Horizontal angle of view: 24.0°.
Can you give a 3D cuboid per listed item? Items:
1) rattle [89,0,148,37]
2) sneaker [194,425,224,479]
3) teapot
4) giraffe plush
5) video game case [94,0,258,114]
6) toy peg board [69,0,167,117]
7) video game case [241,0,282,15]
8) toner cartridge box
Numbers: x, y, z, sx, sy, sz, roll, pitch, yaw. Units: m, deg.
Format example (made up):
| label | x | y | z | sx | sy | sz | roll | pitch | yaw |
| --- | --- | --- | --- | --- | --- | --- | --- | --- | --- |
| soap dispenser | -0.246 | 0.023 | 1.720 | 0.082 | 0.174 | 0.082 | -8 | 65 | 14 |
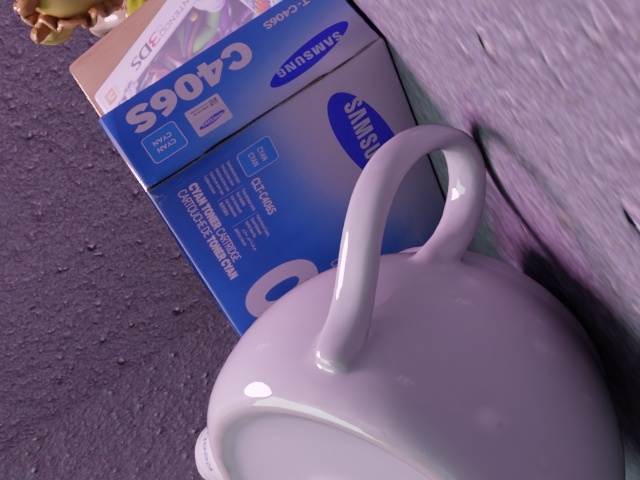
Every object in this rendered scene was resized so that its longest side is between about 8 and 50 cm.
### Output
| label | x | y | z | sx | sy | sz | roll | pitch | yaw |
| --- | --- | --- | --- | --- | --- | --- | --- | --- | --- |
| rattle | -0.177 | -0.273 | 1.607 | 0.143 | 0.130 | 0.199 | 67 | -157 | 5 |
| sneaker | 0.051 | 0.145 | 1.043 | 0.297 | 0.111 | 0.129 | 14 | 164 | -26 |
| teapot | 0.071 | 0.089 | 0.854 | 0.252 | 0.187 | 0.256 | 39 | 150 | -6 |
| giraffe plush | -0.189 | -0.244 | 1.263 | 0.210 | 0.170 | 0.181 | 52 | 173 | 45 |
| video game case | -0.075 | -0.104 | 1.123 | 0.022 | 0.173 | 0.190 | 7 | -139 | -53 |
| toy peg board | -0.132 | -0.152 | 1.490 | 0.161 | 0.161 | 0.079 | 55 | -167 | 12 |
| video game case | -0.060 | -0.191 | 0.987 | 0.143 | 0.019 | 0.157 | 40 | 174 | 3 |
| toner cartridge box | 0.000 | 0.000 | 1.007 | 0.075 | 0.165 | 0.348 | 52 | 174 | 37 |
